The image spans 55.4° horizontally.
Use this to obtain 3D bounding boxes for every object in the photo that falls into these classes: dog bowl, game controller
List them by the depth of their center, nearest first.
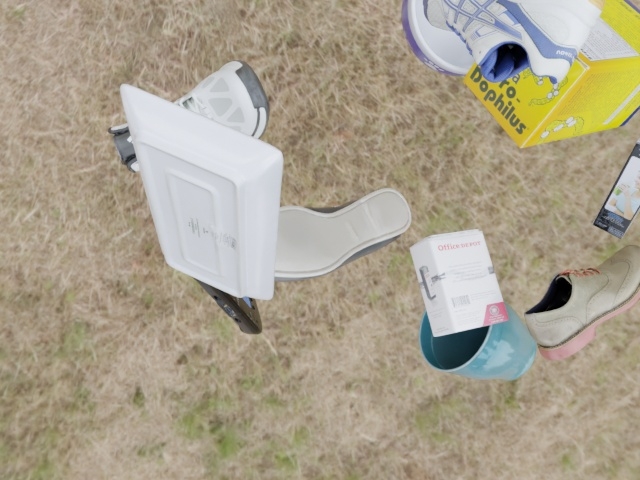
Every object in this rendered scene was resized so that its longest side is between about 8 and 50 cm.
[{"bbox_3d":[-0.162,0.041,0.982,0.067,0.166,0.319,-29,150,-2],"label":"game controller"},{"bbox_3d":[0.304,-0.477,1.260,0.264,0.104,0.265,-1,100,-5],"label":"dog bowl"}]

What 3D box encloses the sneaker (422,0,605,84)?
[{"bbox_3d":[0.224,-0.286,0.822,0.111,0.296,0.131,14,102,-31],"label":"sneaker"}]

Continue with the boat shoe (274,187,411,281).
[{"bbox_3d":[0.000,0.000,0.920,0.335,0.112,0.095,-16,169,-38],"label":"boat shoe"}]

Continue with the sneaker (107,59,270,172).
[{"bbox_3d":[-0.298,-0.232,1.316,0.257,0.447,0.169,-32,102,-30],"label":"sneaker"}]

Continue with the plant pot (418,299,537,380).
[{"bbox_3d":[0.468,0.277,1.746,0.255,0.272,0.272,25,111,-28],"label":"plant pot"}]

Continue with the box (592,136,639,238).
[{"bbox_3d":[0.835,-0.165,1.596,0.169,0.087,0.290,-41,152,-33],"label":"box"}]

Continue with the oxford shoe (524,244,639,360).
[{"bbox_3d":[0.582,0.103,1.313,0.348,0.123,0.130,-39,102,-19],"label":"oxford shoe"}]

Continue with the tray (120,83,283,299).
[{"bbox_3d":[-0.110,-0.020,0.577,0.145,0.030,0.270,23,150,7],"label":"tray"}]

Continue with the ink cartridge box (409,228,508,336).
[{"bbox_3d":[0.312,0.095,1.386,0.158,0.218,0.092,-7,167,-26],"label":"ink cartridge box"}]

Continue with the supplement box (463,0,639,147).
[{"bbox_3d":[0.495,-0.334,1.186,0.356,0.194,0.195,-15,151,-33],"label":"supplement box"}]
